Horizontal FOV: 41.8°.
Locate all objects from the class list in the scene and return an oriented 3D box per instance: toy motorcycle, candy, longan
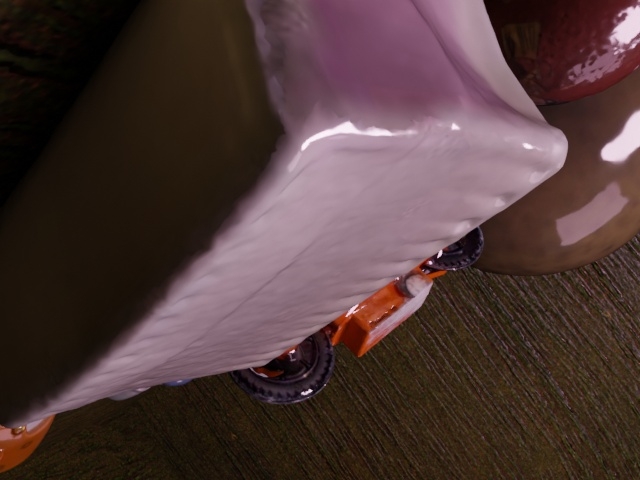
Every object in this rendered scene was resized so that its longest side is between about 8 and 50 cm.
[{"bbox_3d":[0.000,0.000,0.779,0.325,0.221,0.148,-34,156,-35],"label":"toy motorcycle"},{"bbox_3d":[-0.057,-0.019,0.499,0.208,0.145,0.358,-7,158,-42],"label":"candy"},{"bbox_3d":[0.262,-0.113,0.945,0.350,0.288,0.288,-39,172,17],"label":"longan"}]

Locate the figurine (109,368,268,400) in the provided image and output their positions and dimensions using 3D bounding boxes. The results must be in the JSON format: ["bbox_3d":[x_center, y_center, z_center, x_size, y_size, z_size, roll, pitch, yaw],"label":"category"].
[{"bbox_3d":[-0.114,0.090,1.014,0.224,0.205,0.382,-37,-178,-43],"label":"figurine"}]

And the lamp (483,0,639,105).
[{"bbox_3d":[0.153,-0.171,0.560,0.157,0.156,0.135,-48,133,-4],"label":"lamp"}]

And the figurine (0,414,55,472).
[{"bbox_3d":[-0.272,0.099,0.693,0.271,0.143,0.143,-61,163,21],"label":"figurine"}]
